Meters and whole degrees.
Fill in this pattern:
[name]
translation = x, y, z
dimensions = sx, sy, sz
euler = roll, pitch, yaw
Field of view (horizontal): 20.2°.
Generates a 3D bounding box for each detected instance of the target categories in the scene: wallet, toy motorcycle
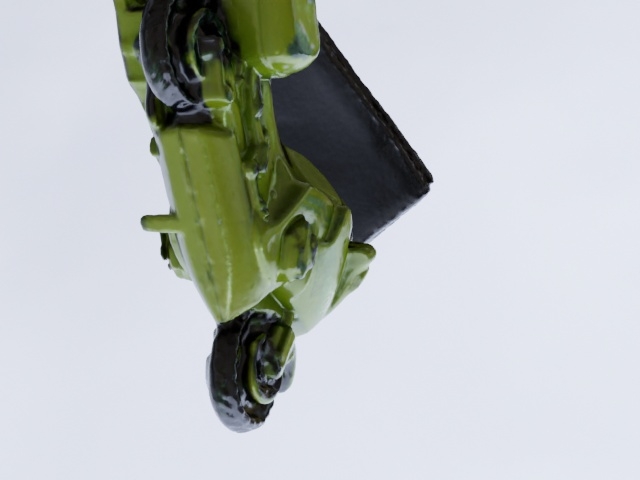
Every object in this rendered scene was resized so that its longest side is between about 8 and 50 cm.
[wallet]
translation = -0.016, -0.108, 1.497
dimensions = 0.124, 0.244, 0.025
euler = -39, 174, 33
[toy motorcycle]
translation = -0.050, -0.046, 1.299
dimensions = 0.142, 0.342, 0.206
euler = -4, -158, 16
